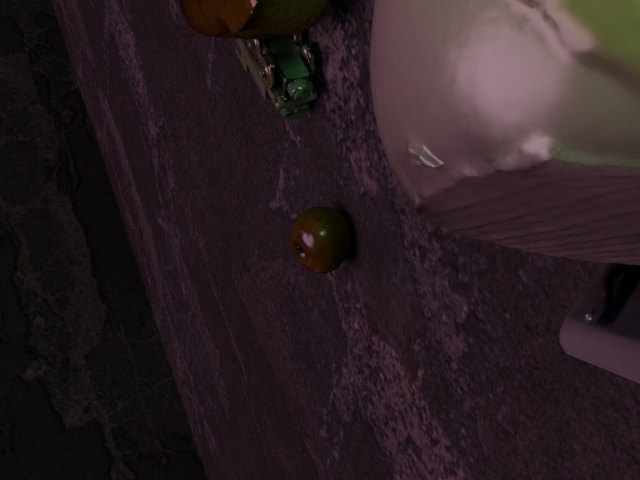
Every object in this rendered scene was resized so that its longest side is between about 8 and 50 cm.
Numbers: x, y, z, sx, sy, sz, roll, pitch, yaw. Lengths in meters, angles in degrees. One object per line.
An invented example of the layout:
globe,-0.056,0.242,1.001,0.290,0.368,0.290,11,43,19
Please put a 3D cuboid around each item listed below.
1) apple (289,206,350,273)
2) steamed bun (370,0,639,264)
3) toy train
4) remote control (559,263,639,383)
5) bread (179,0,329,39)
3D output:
apple,0.000,0.000,1.273,0.089,0.074,0.089,48,146,47
steamed bun,0.174,-0.140,0.511,0.309,0.309,0.309,167,90,-68
toy train,-0.064,-0.251,1.288,0.125,0.080,0.194,97,151,-61
remote control,0.255,0.049,0.531,0.055,0.109,0.313,40,171,-26
bread,-0.085,-0.366,1.125,0.270,0.148,0.270,6,97,58
